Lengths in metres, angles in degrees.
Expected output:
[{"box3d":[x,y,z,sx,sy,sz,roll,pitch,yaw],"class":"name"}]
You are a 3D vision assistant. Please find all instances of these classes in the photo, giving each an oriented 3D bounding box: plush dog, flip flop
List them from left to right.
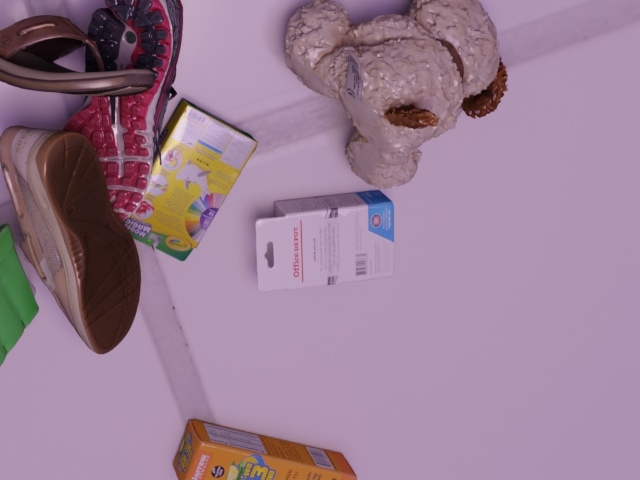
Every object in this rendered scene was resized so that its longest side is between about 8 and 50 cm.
[{"box3d":[-0.306,-0.206,1.300,0.277,0.112,0.080,17,100,23],"class":"flip flop"},{"box3d":[0.120,-0.211,1.448,0.225,0.211,0.262,-45,117,-22],"class":"plush dog"}]

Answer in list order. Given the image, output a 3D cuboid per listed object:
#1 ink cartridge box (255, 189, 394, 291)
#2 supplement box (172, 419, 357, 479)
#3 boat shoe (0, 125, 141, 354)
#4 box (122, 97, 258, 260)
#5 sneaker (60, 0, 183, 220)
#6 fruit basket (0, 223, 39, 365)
[{"box3d":[0.000,0.000,1.543,0.180,0.060,0.104,-6,112,-14],"class":"ink cartridge box"},{"box3d":[-0.074,0.310,1.627,0.234,0.080,0.078,16,102,-19],"class":"supplement box"},{"box3d":[-0.290,0.000,1.397,0.109,0.098,0.302,-48,141,-38],"class":"boat shoe"},{"box3d":[-0.166,-0.071,1.481,0.105,0.043,0.179,28,98,-24],"class":"box"},{"box3d":[-0.220,-0.151,1.404,0.121,0.112,0.299,25,116,4],"class":"sneaker"},{"box3d":[-0.475,0.014,1.278,0.165,0.327,0.353,-30,110,25],"class":"fruit basket"}]
